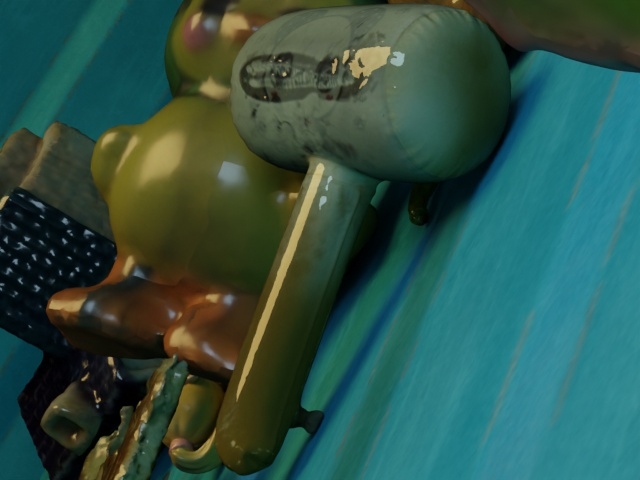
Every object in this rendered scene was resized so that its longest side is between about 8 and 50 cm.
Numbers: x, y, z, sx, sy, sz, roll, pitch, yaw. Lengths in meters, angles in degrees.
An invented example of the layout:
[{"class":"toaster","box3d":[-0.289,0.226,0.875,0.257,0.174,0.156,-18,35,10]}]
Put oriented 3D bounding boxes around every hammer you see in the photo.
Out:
[{"class":"hammer","box3d":[0.000,0.000,1.074,0.202,0.113,0.305,7,78,56]}]

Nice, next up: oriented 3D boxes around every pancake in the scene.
[{"class":"pancake","box3d":[-0.162,0.248,1.242,0.427,0.067,0.304,133,158,-72]}]

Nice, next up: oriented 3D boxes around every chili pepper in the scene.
[{"class":"chili pepper","box3d":[0.073,-0.039,1.138,0.030,0.017,0.083,-50,14,47]}]

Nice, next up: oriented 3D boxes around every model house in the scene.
[{"class":"model house","box3d":[-0.250,0.080,1.703,0.243,0.298,0.284,-54,9,35]}]

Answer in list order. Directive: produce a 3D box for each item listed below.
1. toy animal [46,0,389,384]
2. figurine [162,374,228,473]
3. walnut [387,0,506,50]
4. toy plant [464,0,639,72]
[{"class":"toy animal","box3d":[-0.046,-0.054,1.278,0.338,0.216,0.191,-71,-24,-9]},{"class":"figurine","box3d":[-0.068,0.101,1.369,0.187,0.083,0.083,-49,2,-26]},{"class":"walnut","box3d":[0.110,-0.230,1.198,0.204,0.141,0.238,-58,3,46]},{"class":"toy plant","box3d":[0.155,-0.198,0.540,0.356,0.211,0.317,-49,-1,-33]}]
